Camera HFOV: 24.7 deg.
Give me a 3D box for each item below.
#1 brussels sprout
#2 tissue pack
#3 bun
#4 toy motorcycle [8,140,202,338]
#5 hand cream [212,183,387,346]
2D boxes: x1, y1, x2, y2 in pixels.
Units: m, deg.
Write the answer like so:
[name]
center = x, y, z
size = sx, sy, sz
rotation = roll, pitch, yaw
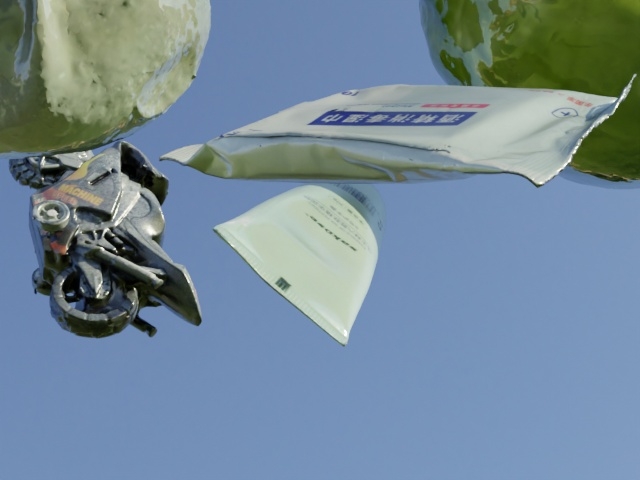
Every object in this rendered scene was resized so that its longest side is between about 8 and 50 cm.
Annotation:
[brussels sprout]
center = 0.246, -0.197, 1.278
size = 0.344, 0.344, 0.268
rotation = 15, -54, -36
[tissue pack]
center = 0.038, -0.049, 0.671
size = 0.122, 0.193, 0.026
rotation = -29, -64, -52
[bun]
center = -0.259, -0.228, 1.278
size = 0.354, 0.354, 0.194
rotation = -7, -41, -20
[toy motorcycle]
center = -0.232, -0.014, 1.580
size = 0.173, 0.307, 0.108
rotation = -7, -43, -21
[hand cream]
center = 0.000, 0.000, 1.053
size = 0.109, 0.321, 0.067
rotation = 42, -78, 0
